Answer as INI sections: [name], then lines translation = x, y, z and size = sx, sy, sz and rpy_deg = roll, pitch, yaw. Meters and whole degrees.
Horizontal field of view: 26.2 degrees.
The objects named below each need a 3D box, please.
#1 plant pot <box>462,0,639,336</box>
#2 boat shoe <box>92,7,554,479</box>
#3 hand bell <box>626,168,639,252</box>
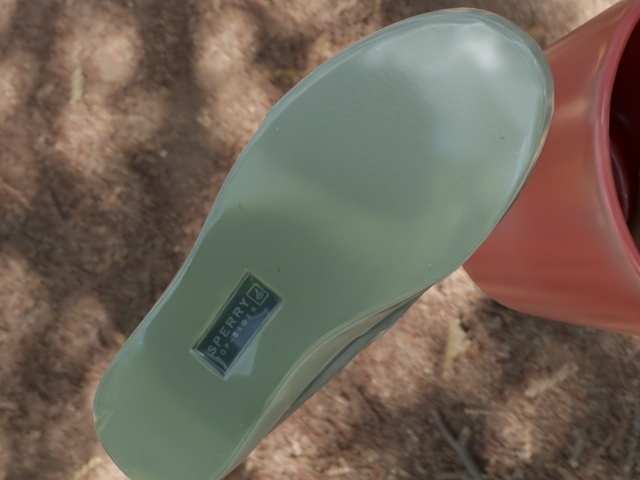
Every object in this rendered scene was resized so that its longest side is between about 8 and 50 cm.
[plant pot]
translation = 0.234, -0.047, 1.029
size = 0.243, 0.275, 0.275
rpy_deg = -14, 58, 60
[boat shoe]
translation = 0.000, 0.001, 0.493
size = 0.079, 0.081, 0.227
rpy_deg = 43, 119, 2
[hand bell]
translation = 0.248, -0.083, 0.930
size = 0.126, 0.242, 0.126
rpy_deg = -9, 35, 6
